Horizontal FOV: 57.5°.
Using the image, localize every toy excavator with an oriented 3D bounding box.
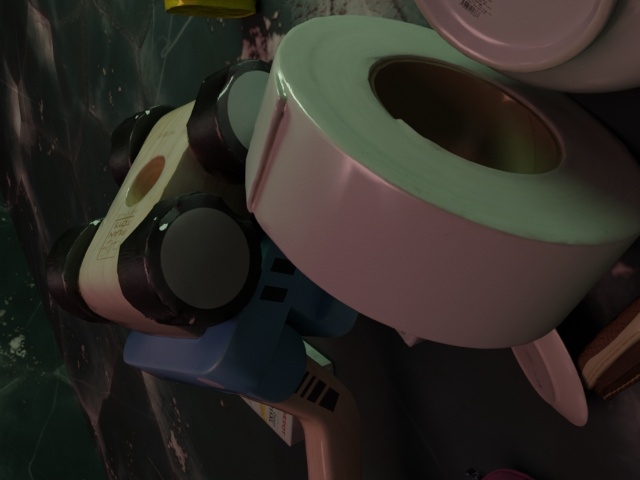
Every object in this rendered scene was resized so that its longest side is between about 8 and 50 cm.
[{"bbox_3d":[-0.048,0.110,0.620,0.222,0.445,0.432,-8,55,47],"label":"toy excavator"}]

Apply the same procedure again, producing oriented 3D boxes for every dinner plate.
[{"bbox_3d":[0.191,0.099,0.520,0.141,0.017,0.141,-24,-90,-89],"label":"dinner plate"}]

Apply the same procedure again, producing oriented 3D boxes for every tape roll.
[{"bbox_3d":[0.089,-0.060,0.443,0.286,0.286,0.100,51,137,29],"label":"tape roll"}]

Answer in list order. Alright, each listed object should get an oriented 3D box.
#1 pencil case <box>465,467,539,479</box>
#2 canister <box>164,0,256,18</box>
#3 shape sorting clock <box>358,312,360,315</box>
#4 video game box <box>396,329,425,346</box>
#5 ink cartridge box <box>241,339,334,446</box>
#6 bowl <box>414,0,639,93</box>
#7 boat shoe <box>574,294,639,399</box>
[{"bbox_3d":[0.183,0.342,0.611,0.095,0.098,0.209,26,122,45],"label":"pencil case"},{"bbox_3d":[-0.153,-0.393,0.778,0.073,0.126,0.169,11,108,51],"label":"canister"},{"bbox_3d":[0.000,0.000,0.707,0.206,0.040,0.206,23,119,48],"label":"shape sorting clock"},{"bbox_3d":[0.096,-0.017,0.646,0.187,0.048,0.205,50,136,28],"label":"video game box"},{"bbox_3d":[-0.065,0.210,0.907,0.175,0.072,0.127,29,123,44],"label":"ink cartridge box"},{"bbox_3d":[0.141,-0.198,0.350,0.298,0.134,0.298,39,158,19],"label":"bowl"},{"bbox_3d":[0.281,0.045,0.393,0.095,0.095,0.257,48,135,24],"label":"boat shoe"}]
